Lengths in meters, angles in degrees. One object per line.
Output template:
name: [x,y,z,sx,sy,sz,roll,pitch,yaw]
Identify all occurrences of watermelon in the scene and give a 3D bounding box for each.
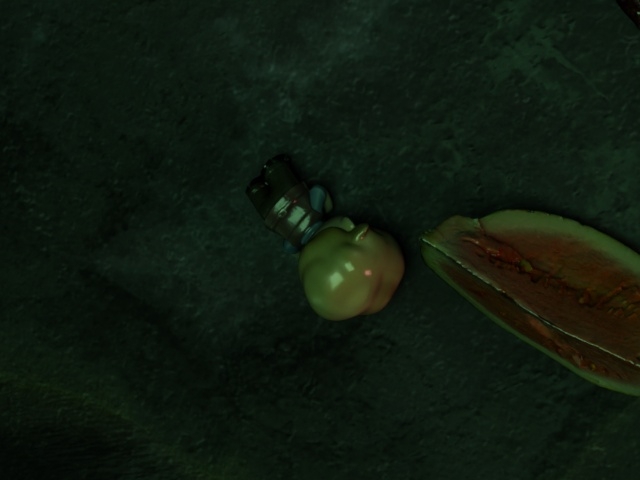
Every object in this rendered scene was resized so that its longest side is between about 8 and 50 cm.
watermelon: [0.258,0.048,1.855,0.303,0.159,0.128,30,81,15]

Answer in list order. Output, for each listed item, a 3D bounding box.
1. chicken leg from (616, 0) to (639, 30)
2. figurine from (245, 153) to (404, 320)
chicken leg: [0.286,-0.283,1.813,0.253,0.051,0.106,41,118,12]
figurine: [0.000,0.000,1.967,0.114,0.108,0.196,-49,64,13]
